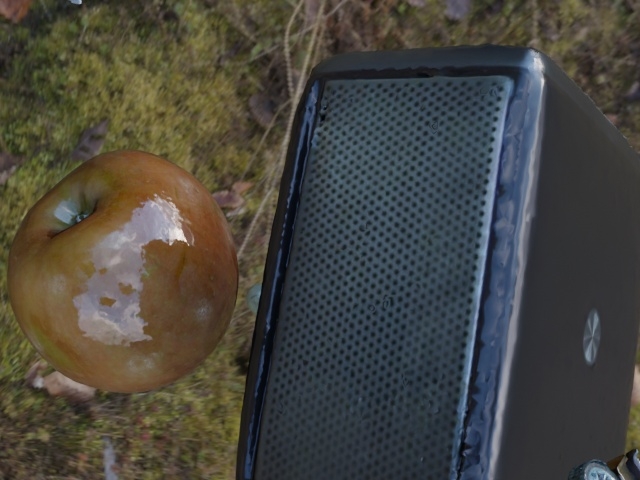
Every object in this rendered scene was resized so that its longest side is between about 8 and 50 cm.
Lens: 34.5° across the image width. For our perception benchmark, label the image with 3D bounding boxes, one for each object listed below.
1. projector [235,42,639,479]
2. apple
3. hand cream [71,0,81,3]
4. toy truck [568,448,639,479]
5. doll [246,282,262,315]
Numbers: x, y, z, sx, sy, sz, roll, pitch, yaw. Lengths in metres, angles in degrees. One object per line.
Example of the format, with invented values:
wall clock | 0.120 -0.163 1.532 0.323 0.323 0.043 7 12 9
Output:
projector | 0.130 0.071 0.937 0.395 0.242 0.405 21 76 -56
apple | -0.205 0.027 1.072 0.254 0.253 0.253 4 78 -19
hand cream | -0.333 -0.278 0.991 0.216 0.052 0.038 14 78 4
toy truck | 0.097 0.177 0.419 0.115 0.080 0.178 54 38 6
doll | 0.009 0.009 1.501 0.113 0.155 0.275 33 89 14
